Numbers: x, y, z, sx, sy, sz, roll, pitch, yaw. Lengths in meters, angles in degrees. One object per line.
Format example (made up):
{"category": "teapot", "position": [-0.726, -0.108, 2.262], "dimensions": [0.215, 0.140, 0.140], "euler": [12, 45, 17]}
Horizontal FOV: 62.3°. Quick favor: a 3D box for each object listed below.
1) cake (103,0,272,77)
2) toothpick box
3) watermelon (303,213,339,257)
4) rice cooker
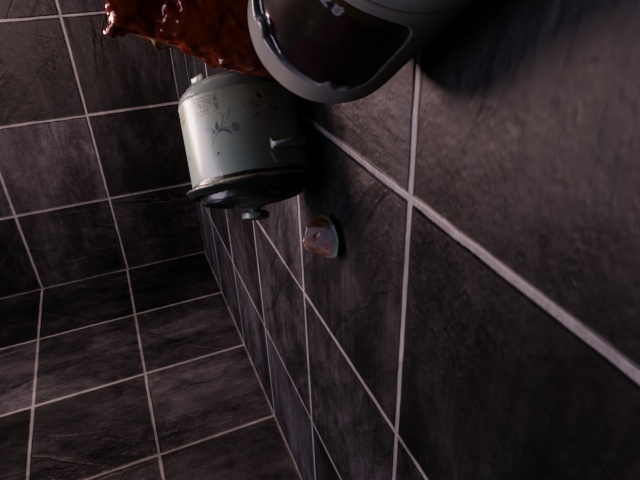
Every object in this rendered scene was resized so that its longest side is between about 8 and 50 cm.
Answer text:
{"category": "cake", "position": [-0.188, -0.443, 0.889], "dimensions": [0.320, 0.269, 0.270], "euler": [-117, 43, -63]}
{"category": "toothpick box", "position": [0.039, -0.282, 0.567], "dimensions": [0.316, 0.228, 0.229], "euler": [159, 97, -73]}
{"category": "watermelon", "position": [0.003, 0.002, 1.069], "dimensions": [0.092, 0.072, 0.085], "euler": [58, 172, 34]}
{"category": "rice cooker", "position": [-0.154, -0.188, 1.102], "dimensions": [0.316, 0.264, 0.317], "euler": [4, 97, 36]}
